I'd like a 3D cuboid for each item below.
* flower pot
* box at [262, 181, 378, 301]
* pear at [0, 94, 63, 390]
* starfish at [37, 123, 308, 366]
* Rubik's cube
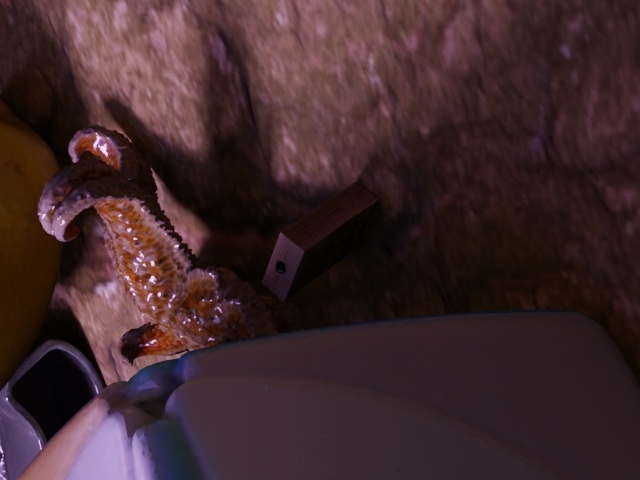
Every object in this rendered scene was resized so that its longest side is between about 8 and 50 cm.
[{"bbox_3d":[-0.276,0.201,1.148,0.108,0.103,0.229,4,119,43],"label":"flower pot"},{"bbox_3d":[0.000,0.000,0.761,0.024,0.083,0.053,41,139,18],"label":"box"},{"bbox_3d":[-0.348,0.069,0.965,0.191,0.340,0.386,43,106,1],"label":"pear"},{"bbox_3d":[-0.110,0.042,0.863,0.312,0.113,0.303,49,165,6],"label":"starfish"},{"bbox_3d":[0.018,0.261,0.653,0.347,0.351,0.352,-44,56,48],"label":"Rubik's cube"}]
